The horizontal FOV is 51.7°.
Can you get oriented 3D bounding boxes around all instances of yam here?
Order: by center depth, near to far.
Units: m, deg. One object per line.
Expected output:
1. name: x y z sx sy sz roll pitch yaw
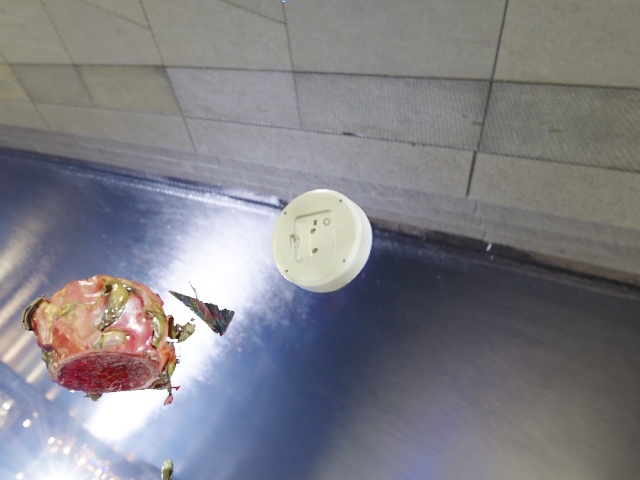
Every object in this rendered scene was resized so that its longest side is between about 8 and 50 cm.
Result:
1. yam: -0.187 0.289 0.810 0.014 0.014 0.107 33 145 9

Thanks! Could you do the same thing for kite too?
1. kite: -0.270 0.157 1.500 0.241 0.014 0.183 16 140 36

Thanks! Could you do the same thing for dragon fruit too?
1. dragon fruit: -0.332 0.166 1.061 0.282 0.147 0.211 12 127 -25

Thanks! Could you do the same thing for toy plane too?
1. toy plane: -0.303 0.254 1.308 0.037 0.060 0.145 -1 101 15

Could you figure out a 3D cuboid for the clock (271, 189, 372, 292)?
1. clock: 0.000 0.000 1.510 0.230 0.230 0.083 20 173 33
